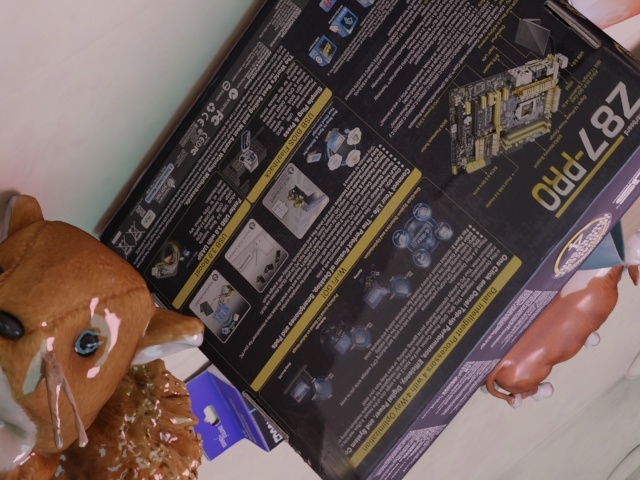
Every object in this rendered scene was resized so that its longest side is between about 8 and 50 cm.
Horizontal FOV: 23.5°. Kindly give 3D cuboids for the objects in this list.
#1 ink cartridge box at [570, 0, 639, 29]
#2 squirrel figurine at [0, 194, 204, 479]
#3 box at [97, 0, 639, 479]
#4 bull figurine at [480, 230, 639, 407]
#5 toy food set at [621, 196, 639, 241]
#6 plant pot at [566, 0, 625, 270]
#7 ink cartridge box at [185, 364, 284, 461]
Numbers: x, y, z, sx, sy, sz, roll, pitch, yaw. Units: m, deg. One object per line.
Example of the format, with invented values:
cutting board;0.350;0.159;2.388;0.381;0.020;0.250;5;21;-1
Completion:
ink cartridge box;0.283;-0.243;1.348;0.145;0.045;0.179;-21;171;13
squirrel figurine;-0.252;0.152;1.211;0.370;0.281;0.397;-59;165;7
box;0.046;-0.047;1.202;0.395;0.318;0.097;-53;155;16
bull figurine;0.326;0.102;2.046;0.310;0.101;0.188;-38;154;-13
toy food set;0.375;-0.139;1.805;0.306;0.092;0.219;-40;142;-11
plant pot;0.140;-0.099;1.360;0.195;0.290;0.290;-14;157;14
ink cartridge box;-0.049;0.154;1.664;0.208;0.045;0.206;-37;153;-10
